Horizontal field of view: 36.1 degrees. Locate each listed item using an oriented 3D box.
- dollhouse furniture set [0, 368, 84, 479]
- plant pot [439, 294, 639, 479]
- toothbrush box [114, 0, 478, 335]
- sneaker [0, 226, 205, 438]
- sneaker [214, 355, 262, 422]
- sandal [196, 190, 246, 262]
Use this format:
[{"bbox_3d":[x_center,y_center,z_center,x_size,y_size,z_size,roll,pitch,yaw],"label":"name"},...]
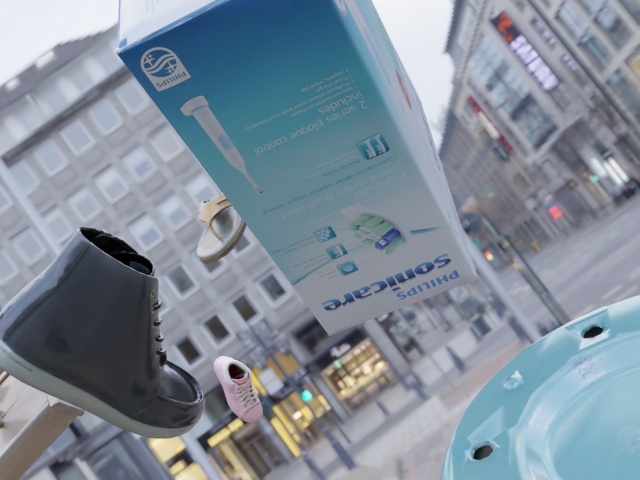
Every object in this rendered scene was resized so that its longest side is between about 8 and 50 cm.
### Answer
[{"bbox_3d":[-0.462,0.147,1.070,0.174,0.303,0.356,-47,-44,10],"label":"dollhouse furniture set"},{"bbox_3d":[0.184,0.162,0.435,0.293,0.235,0.293,-24,21,10],"label":"plant pot"},{"bbox_3d":[-0.012,-0.110,0.692,0.126,0.216,0.295,-22,-47,12],"label":"toothbrush box"},{"bbox_3d":[-0.141,0.078,0.773,0.118,0.083,0.222,-49,-39,5],"label":"sneaker"},{"bbox_3d":[-0.139,0.265,1.733,0.051,0.134,0.070,-32,8,-24],"label":"sneaker"},{"bbox_3d":[-0.125,-0.047,1.253,0.072,0.049,0.180,-18,43,40],"label":"sandal"}]
